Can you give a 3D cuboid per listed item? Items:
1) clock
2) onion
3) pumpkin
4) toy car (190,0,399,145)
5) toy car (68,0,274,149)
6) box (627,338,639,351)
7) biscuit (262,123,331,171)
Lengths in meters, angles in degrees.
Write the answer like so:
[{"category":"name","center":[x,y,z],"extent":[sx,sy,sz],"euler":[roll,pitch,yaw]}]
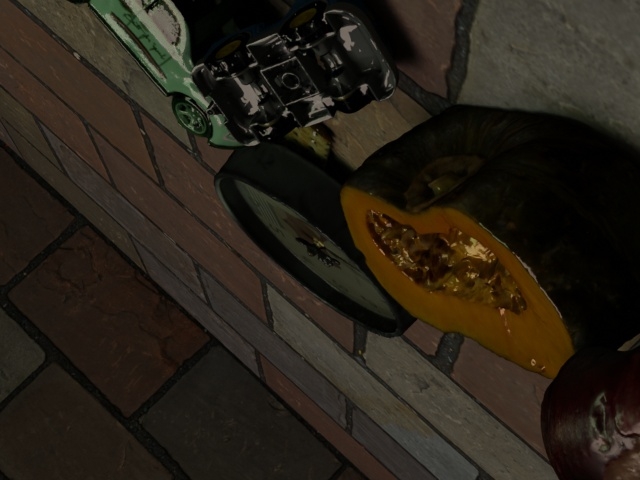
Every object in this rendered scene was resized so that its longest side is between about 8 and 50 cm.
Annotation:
[{"category":"clock","center":[0.000,0.000,1.342],"extent":[0.325,0.067,0.325],"euler":[38,166,11]},{"category":"onion","center":[0.284,0.167,0.712],"extent":[0.272,0.195,0.272],"euler":[4,162,1]},{"category":"pumpkin","center":[0.157,0.011,0.884],"extent":[0.222,0.139,0.317],"euler":[55,161,-24]},{"category":"toy car","center":[-0.019,-0.163,0.943],"extent":[0.191,0.100,0.097],"euler":[-14,126,33]},{"category":"toy car","center":[-0.132,-0.232,1.020],"extent":[0.306,0.136,0.125],"euler":[48,150,-12]},{"category":"box","center":[0.328,0.127,0.932],"extent":[0.115,0.036,0.177],"euler":[41,164,13]},{"category":"biscuit","center":[-0.042,-0.126,1.266],"extent":[0.144,0.016,0.203],"euler":[42,164,10]}]
